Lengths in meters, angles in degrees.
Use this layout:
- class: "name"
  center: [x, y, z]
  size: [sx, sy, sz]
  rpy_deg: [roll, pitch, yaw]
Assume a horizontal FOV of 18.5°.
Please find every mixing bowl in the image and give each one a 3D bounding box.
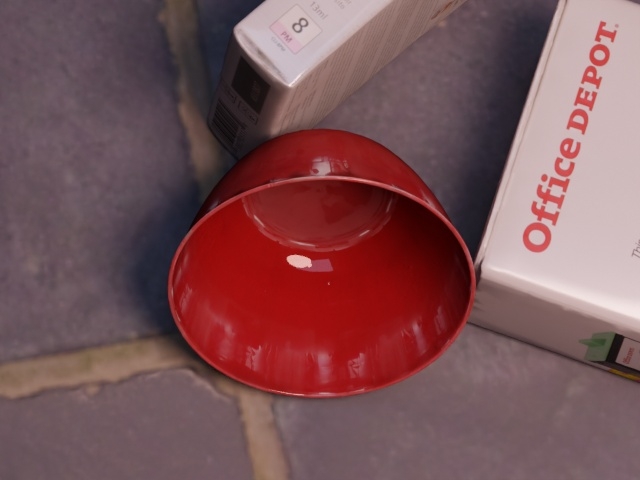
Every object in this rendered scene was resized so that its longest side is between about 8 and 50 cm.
- class: "mixing bowl"
  center: [0.000, 0.000, 1.193]
  size: [0.181, 0.181, 0.098]
  rpy_deg: [3, 41, -3]

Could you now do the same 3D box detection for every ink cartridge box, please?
- class: "ink cartridge box"
  center: [0.246, -0.011, 1.223]
  size: [0.278, 0.117, 0.201]
  rpy_deg: [19, 72, 1]
- class: "ink cartridge box"
  center: [0.037, -0.152, 1.216]
  size: [0.066, 0.189, 0.232]
  rpy_deg: [44, 75, 4]
